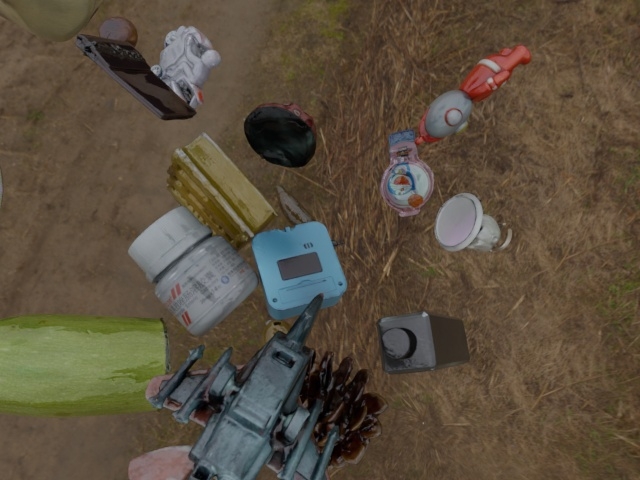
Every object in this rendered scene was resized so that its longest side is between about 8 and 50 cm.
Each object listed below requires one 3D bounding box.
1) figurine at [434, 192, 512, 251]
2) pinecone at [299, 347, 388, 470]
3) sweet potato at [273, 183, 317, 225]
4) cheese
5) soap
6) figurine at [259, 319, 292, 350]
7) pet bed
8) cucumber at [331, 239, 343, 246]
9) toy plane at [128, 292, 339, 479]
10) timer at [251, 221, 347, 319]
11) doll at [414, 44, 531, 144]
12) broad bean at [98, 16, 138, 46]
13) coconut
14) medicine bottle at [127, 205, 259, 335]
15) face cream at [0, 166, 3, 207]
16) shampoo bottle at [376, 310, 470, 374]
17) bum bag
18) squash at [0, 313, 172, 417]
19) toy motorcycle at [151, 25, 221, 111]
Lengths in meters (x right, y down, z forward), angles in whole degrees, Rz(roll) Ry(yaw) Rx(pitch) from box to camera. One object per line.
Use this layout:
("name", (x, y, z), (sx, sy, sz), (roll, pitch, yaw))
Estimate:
("figurine", (0.345, -0.024, 0.978), (0.153, 0.132, 0.132), (17, 66, -28))
("pinecone", (-0.007, 0.347, 0.942), (0.263, 0.264, 0.264), (-5, 68, 11))
("sweet potato", (-0.100, -0.109, 1.754), (0.085, 0.112, 0.286), (-43, 72, -1))
("cheese", (0.281, -0.222, 1.497), (0.188, 0.074, 0.286), (-6, 87, 27))
("soap", (-0.316, -0.122, 1.404), (0.335, 0.293, 0.156), (47, 65, -1))
("figurine", (-0.150, 0.437, 1.738), (0.167, 0.285, 0.342), (-25, 26, -32))
("pet bed", (-0.097, -0.260, 1.123), (0.201, 0.201, 0.054), (8, 54, 16))
("cucumber", (0.000, 0.000, 1.604), (0.163, 0.043, 0.039), (9, 75, -11))
("toy plane", (-0.054, 0.157, 0.520), (0.222, 0.104, 0.326), (29, 46, 4))
("timer", (-0.066, 0.081, 1.306), (0.231, 0.091, 0.250), (-12, 68, -15))
("doll", (0.377, -0.363, 1.164), (0.336, 0.200, 0.105), (-41, 107, 9))
("broad bean", (-0.636, -0.646, 1.424), (0.114, 0.084, 0.165), (-4, 58, -34))
("coconut", (-0.463, -0.437, 0.725), (0.224, 0.224, 0.224), (-5, 68, 11))
("medicine bottle", (-0.350, 0.082, 1.252), (0.245, 0.245, 0.306), (-43, 92, -6))
("face cream", (-0.807, -0.132, 0.893), (0.081, 0.348, 0.174), (17, 95, 19))
("shampoo bottle", (0.155, 0.154, 0.677), (0.080, 0.246, 0.079), (-16, 72, 27))
("bum bag", (-0.257, -0.234, 0.650), (0.159, 0.109, 0.026), (41, 111, -4))
("squash", (-0.328, 0.161, 0.580), (0.246, 0.132, 0.133), (8, 63, -29))
("toy motorcycle", (-0.328, -0.437, 1.133), (0.170, 0.110, 0.261), (-12, 70, 18))
